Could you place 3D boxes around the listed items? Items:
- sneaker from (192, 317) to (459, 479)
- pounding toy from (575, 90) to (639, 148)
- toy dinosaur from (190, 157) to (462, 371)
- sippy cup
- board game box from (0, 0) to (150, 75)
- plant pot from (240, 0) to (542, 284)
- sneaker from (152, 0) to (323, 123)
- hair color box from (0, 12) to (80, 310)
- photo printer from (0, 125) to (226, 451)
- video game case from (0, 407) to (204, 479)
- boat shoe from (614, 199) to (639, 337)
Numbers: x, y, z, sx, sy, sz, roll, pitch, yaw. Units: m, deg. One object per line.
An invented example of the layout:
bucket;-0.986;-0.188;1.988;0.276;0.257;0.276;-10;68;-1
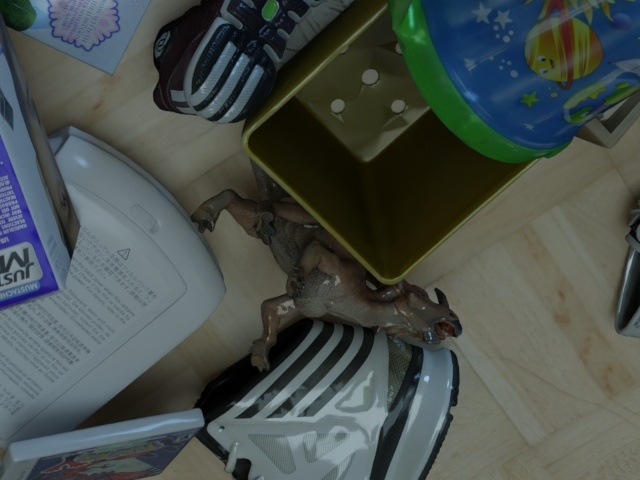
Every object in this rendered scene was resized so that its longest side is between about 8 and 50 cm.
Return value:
sneaker;-0.043;0.282;1.680;0.257;0.169;0.447;20;103;-6
pounding toy;0.310;-0.181;1.528;0.206;0.094;0.181;42;88;-25
toy dinosaur;0.000;0.000;1.549;0.127;0.200;0.296;-24;91;48
sippy cup;0.216;-0.208;1.282;0.224;0.305;0.240;-24;104;44
board game box;-0.261;-0.357;1.381;0.318;0.066;0.319;24;109;-17
plant pot;0.061;-0.128;1.464;0.212;0.187;0.212;-41;113;12
sneaker;-0.078;-0.233;1.448;0.106;0.162;0.281;44;68;-28
hair color box;-0.316;-0.121;1.324;0.110;0.185;0.339;-16;109;1
photo printer;-0.269;0.050;1.547;0.307;0.107;0.256;-40;114;10
video game case;-0.239;0.228;1.588;0.201;0.023;0.183;-9;159;-25
boat shoe;0.365;-0.005;1.614;0.084;0.095;0.258;-1;114;-12
